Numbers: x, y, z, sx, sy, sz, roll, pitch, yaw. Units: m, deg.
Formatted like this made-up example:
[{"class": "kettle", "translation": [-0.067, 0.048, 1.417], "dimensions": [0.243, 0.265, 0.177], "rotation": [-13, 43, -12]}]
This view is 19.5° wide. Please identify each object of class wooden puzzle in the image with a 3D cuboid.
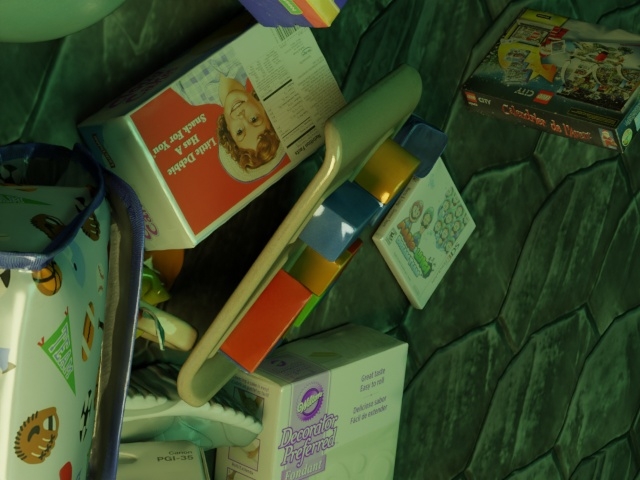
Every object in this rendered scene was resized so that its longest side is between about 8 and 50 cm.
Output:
[{"class": "wooden puzzle", "translation": [0.000, 0.000, 1.974], "dimensions": [0.348, 0.080, 0.322], "rotation": [-60, 173, 23]}]

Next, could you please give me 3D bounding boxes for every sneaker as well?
[{"class": "sneaker", "translation": [-0.184, 0.201, 2.014], "dimensions": [0.281, 0.105, 0.115], "rotation": [12, 108, -45]}]

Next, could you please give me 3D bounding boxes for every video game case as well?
[{"class": "video game case", "translation": [0.134, -0.011, 2.374], "dimensions": [0.143, 0.019, 0.157], "rotation": [-55, 141, -20]}]

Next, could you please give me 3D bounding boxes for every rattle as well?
[{"class": "rattle", "translation": [-0.164, 0.041, 1.881], "dimensions": [0.142, 0.130, 0.199], "rotation": [-51, 171, -8]}]

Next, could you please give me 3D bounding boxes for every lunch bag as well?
[{"class": "lunch bag", "translation": [0.097, -0.123, 2.239], "dimensions": [0.098, 0.065, 0.067], "rotation": [20, 104, -55]}, {"class": "lunch bag", "translation": [-0.290, 0.100, 1.670], "dimensions": [0.385, 0.239, 0.327], "rotation": [-68, 166, -75]}]

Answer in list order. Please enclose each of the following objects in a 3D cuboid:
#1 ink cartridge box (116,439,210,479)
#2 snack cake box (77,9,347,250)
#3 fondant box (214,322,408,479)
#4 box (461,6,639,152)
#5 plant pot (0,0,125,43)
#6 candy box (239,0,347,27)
[{"class": "ink cartridge box", "translation": [-0.218, 0.360, 1.918], "dimensions": [0.207, 0.117, 0.283], "rotation": [-3, 116, -10]}, {"class": "snack cake box", "translation": [-0.102, -0.121, 1.922], "dimensions": [0.264, 0.089, 0.152], "rotation": [-39, 111, -36]}, {"class": "fondant box", "translation": [-0.017, 0.287, 2.250], "dimensions": [0.238, 0.096, 0.330], "rotation": [-16, 116, -48]}, {"class": "box", "translation": [0.316, -0.204, 2.340], "dimensions": [0.159, 0.233, 0.044], "rotation": [-52, 140, -24]}, {"class": "plant pot", "translation": [-0.257, -0.294, 1.536], "dimensions": [0.293, 0.293, 0.235], "rotation": [-68, 158, -4]}, {"class": "candy box", "translation": [-0.021, -0.415, 1.856], "dimensions": [0.268, 0.122, 0.317], "rotation": [47, 67, -31]}]
